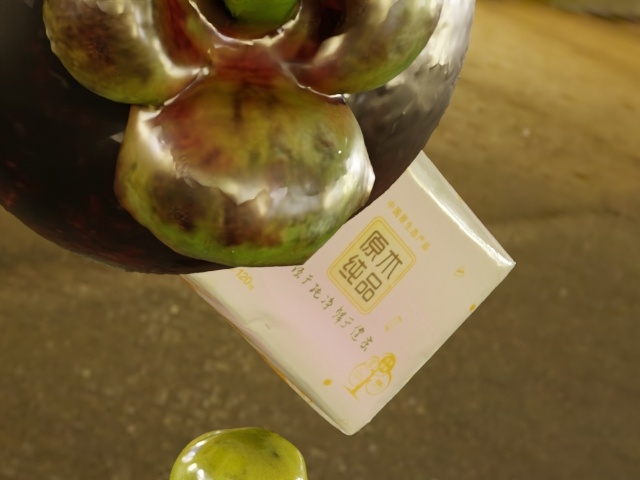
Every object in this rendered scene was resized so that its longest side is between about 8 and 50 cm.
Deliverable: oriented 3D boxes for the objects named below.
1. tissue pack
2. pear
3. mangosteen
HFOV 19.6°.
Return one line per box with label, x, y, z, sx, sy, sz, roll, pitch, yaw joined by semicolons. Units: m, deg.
tissue pack;0.000;0.000;1.334;0.124;0.185;0.225;35;-10;50
pear;-0.055;0.163;1.169;0.092;0.097;0.092;21;-17;7
mangosteen;-0.058;-0.129;0.983;0.330;0.330;0.330;17;15;-5
